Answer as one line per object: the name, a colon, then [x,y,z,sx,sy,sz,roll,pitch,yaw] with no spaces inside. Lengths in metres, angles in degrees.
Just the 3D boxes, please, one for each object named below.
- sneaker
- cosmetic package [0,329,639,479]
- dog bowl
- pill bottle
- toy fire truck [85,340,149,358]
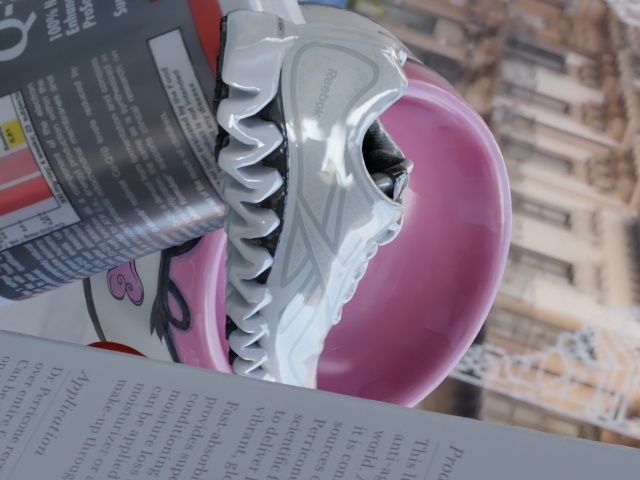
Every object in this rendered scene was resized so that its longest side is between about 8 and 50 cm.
sneaker: [-0.004,-0.004,0.914,0.110,0.118,0.292,-95,-175,-51]
cosmetic package: [-0.052,0.206,0.798,0.161,0.453,0.230,72,35,-46]
dog bowl: [0.000,0.000,1.336,0.150,0.408,0.408,29,-76,49]
pill bottle: [-0.184,-0.076,1.029,0.210,0.363,0.210,-20,90,-81]
toy fire truck: [-0.206,0.227,1.118,0.302,0.254,0.169,0,141,-47]
